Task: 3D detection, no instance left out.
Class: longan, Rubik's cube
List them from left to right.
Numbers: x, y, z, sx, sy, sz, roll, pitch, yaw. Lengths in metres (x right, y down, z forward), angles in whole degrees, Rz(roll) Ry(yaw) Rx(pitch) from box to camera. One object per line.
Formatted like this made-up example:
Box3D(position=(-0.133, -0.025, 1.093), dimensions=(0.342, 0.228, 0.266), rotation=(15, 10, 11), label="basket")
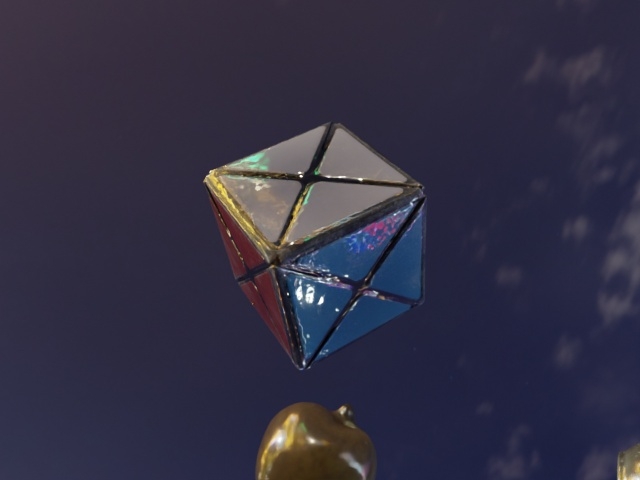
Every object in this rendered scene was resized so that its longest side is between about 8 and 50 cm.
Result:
Box3D(position=(-0.011, 0.504, 1.266), dimensions=(0.300, 0.300, 0.243), rotation=(-3, -46, 15), label="longan")
Box3D(position=(0.000, 0.000, 0.881), dimensions=(0.260, 0.255, 0.259), rotation=(-29, -43, -17), label="Rubik's cube")

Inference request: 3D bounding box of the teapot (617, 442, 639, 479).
Box3D(position=(0.980, 0.723, 1.457), dimensions=(0.361, 0.306, 0.376), rotation=(1, -36, 31), label="teapot")
